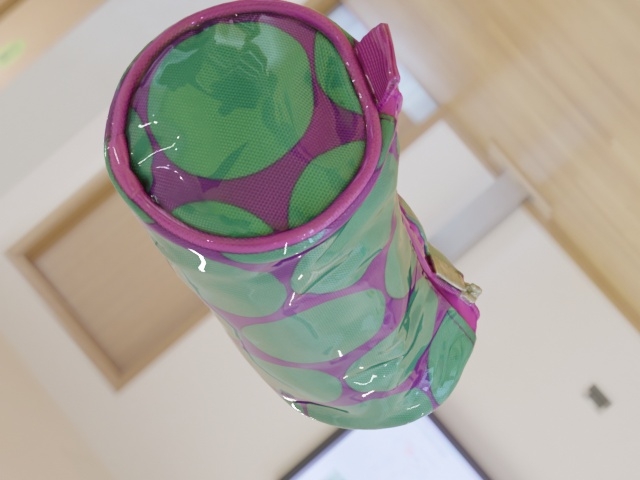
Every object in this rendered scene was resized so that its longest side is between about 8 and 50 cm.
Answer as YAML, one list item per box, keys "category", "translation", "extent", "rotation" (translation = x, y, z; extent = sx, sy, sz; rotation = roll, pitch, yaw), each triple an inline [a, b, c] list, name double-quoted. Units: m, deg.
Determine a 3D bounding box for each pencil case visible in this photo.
- category: "pencil case"
  translation: [0.000, 0.000, 0.385]
  extent: [0.152, 0.070, 0.064]
  rotation: [58, -163, -65]
